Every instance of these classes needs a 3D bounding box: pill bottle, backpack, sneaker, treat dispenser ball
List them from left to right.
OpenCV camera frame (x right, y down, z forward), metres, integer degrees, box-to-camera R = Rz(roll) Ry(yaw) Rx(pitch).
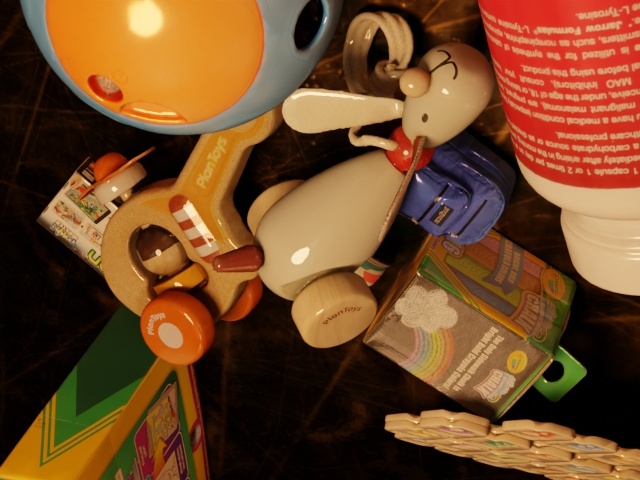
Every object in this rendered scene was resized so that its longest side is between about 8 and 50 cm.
[{"bbox_3d":[-0.122,-0.237,1.110,0.288,0.288,0.288,13,130,16],"label":"treat dispenser ball"},{"bbox_3d":[0.000,0.000,1.390,0.161,0.057,0.075,32,127,-4],"label":"sneaker"},{"bbox_3d":[0.128,-0.051,1.261,0.120,0.101,0.098,33,133,-5],"label":"backpack"},{"bbox_3d":[0.254,-0.167,1.025,0.229,0.229,0.407,-2,124,27],"label":"pill bottle"}]

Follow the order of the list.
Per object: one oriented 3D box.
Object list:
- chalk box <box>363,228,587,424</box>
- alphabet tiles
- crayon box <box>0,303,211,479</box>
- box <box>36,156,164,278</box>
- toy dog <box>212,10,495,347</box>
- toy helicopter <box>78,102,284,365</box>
[{"bbox_3d":[0.180,0.089,1.326,0.213,0.132,0.132,33,131,-2],"label":"chalk box"},{"bbox_3d":[0.218,0.231,1.379,0.284,0.021,0.278,20,161,-25],"label":"alphabet tiles"},{"bbox_3d":[-0.258,0.321,1.590,0.106,0.313,0.363,10,128,19],"label":"crayon box"},{"bbox_3d":[-0.234,0.005,1.521,0.207,0.036,0.114,42,132,-9],"label":"box"},{"bbox_3d":[0.010,-0.051,1.172,0.220,0.161,0.333,38,118,41],"label":"toy dog"},{"bbox_3d":[-0.144,-0.054,1.351,0.235,0.140,0.355,36,126,9],"label":"toy helicopter"}]
